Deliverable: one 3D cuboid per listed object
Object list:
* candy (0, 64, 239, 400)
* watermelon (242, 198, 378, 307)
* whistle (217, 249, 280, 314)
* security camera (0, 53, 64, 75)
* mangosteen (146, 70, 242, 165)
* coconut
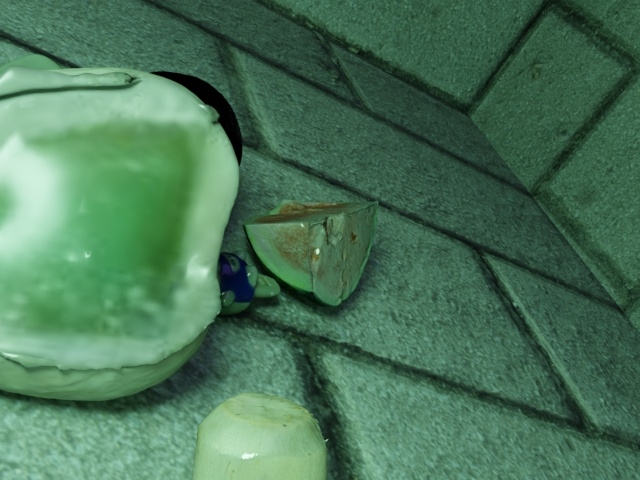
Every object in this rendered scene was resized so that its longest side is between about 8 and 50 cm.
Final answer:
[{"bbox_3d":[-0.303,-0.009,0.962,0.427,0.385,0.186,3,-4,-33],"label":"candy"},{"bbox_3d":[0.000,0.000,1.505,0.224,0.180,0.305,50,28,7],"label":"watermelon"},{"bbox_3d":[-0.156,0.062,1.291,0.245,0.092,0.110,8,31,-45],"label":"whistle"},{"bbox_3d":[-0.483,-0.162,1.207,0.302,0.080,0.157,-35,70,-30],"label":"security camera"},{"bbox_3d":[-0.241,-0.119,1.365,0.275,0.275,0.302,-112,177,-51],"label":"mangosteen"},{"bbox_3d":[-0.071,0.265,0.955,0.161,0.162,0.161,10,8,-1],"label":"coconut"}]
